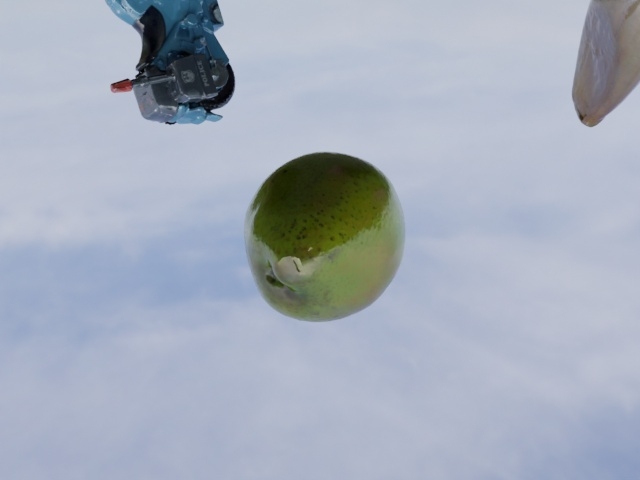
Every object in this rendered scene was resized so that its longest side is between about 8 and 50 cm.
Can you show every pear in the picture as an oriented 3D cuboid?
[{"bbox_3d":[0.000,0.000,1.085,0.188,0.187,0.219,2,-156,15],"label":"pear"}]

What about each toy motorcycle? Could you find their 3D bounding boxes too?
[{"bbox_3d":[-0.196,-0.257,1.139,0.182,0.272,0.124,-17,178,-35],"label":"toy motorcycle"}]

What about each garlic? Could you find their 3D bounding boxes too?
[{"bbox_3d":[0.371,-0.262,1.190,0.112,0.318,0.143,14,-123,5],"label":"garlic"}]
